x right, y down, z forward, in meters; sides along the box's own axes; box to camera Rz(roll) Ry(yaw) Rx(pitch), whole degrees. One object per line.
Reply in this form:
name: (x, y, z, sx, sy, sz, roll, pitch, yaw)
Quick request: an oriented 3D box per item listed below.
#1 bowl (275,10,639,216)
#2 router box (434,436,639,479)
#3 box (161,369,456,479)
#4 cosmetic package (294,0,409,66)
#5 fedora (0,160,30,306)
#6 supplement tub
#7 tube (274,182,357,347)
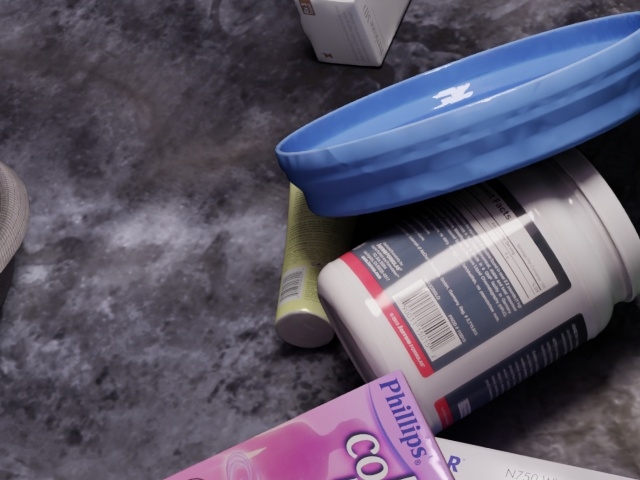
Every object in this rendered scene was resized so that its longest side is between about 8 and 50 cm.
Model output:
bowl: (0.150, -0.121, 1.942, 0.391, 0.077, 0.391, -19, 10, 3)
router box: (0.116, 0.330, 1.754, 0.335, 0.082, 0.301, 9, 58, 24)
box: (0.011, 0.266, 1.707, 0.243, 0.117, 0.213, -24, 51, -1)
cosmetic package: (0.057, -0.317, 2.228, 0.085, 0.117, 0.231, 8, 59, 25)
fedora: (-0.415, 0.030, 2.121, 0.243, 0.124, 0.275, -3, 46, 13)
supplement tub: (0.152, 0.044, 1.883, 0.272, 0.191, 0.191, -31, 51, -6)
tube: (0.000, 0.000, 2.056, 0.070, 0.062, 0.240, 24, 48, -18)
